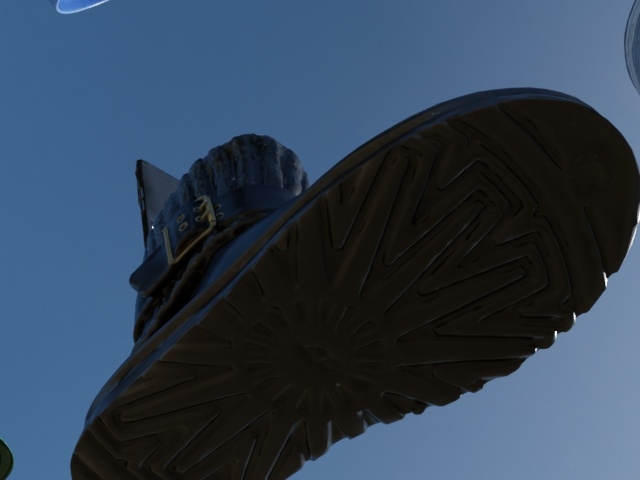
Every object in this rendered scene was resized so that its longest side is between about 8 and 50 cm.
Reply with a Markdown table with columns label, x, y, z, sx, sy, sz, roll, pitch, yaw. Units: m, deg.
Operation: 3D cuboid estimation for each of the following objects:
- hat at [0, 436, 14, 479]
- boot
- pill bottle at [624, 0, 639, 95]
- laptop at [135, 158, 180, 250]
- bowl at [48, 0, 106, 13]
| label | x | y | z | sx | sy | sz | roll | pitch | yaw |
| --- | --- | --- | --- | --- | --- | --- | --- | --- | --- |
| hat | -0.551 | 0.361 | 1.021 | 0.209 | 0.183 | 0.173 | 34 | -66 | -26 |
| boot | -0.003 | -0.002 | 0.467 | 0.348 | 0.260 | 0.131 | -33 | -68 | 17 |
| pill bottle | 0.328 | -0.157 | 0.576 | 0.162 | 0.278 | 0.162 | 5 | -71 | 14 |
| laptop | -0.083 | 0.049 | 0.826 | 0.137 | 0.234 | 0.264 | -11 | -101 | 11 |
| bowl | -0.259 | -0.484 | 1.130 | 0.391 | 0.391 | 0.077 | -25 | -75 | 24 |
